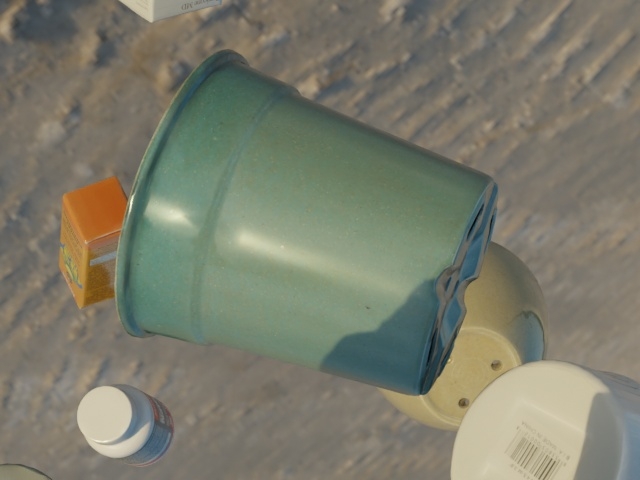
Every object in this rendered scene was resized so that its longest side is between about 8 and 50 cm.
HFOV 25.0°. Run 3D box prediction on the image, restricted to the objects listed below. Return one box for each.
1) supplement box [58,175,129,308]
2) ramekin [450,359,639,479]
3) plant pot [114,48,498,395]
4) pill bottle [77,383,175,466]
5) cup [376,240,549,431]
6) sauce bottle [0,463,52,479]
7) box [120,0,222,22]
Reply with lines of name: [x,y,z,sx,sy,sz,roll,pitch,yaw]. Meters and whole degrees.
supplement box: [-0.288,0.007,1.863,0.080,0.078,0.233,-23,162,-18]
ramekin: [0.292,0.278,1.754,0.277,0.277,0.135,-47,139,14]
plant pot: [0.000,0.000,1.586,0.341,0.334,0.341,19,90,-76]
pill bottle: [-0.284,0.265,2.093,0.108,0.108,0.180,-40,162,-2]
cup: [0.228,0.180,2.346,0.331,0.331,0.237,-45,-167,10]
sauce bottle: [-0.248,0.262,1.019,0.111,0.111,0.344,-23,160,-34]
box: [-0.172,-0.304,1.572,0.101,0.102,0.087,-22,136,-36]
